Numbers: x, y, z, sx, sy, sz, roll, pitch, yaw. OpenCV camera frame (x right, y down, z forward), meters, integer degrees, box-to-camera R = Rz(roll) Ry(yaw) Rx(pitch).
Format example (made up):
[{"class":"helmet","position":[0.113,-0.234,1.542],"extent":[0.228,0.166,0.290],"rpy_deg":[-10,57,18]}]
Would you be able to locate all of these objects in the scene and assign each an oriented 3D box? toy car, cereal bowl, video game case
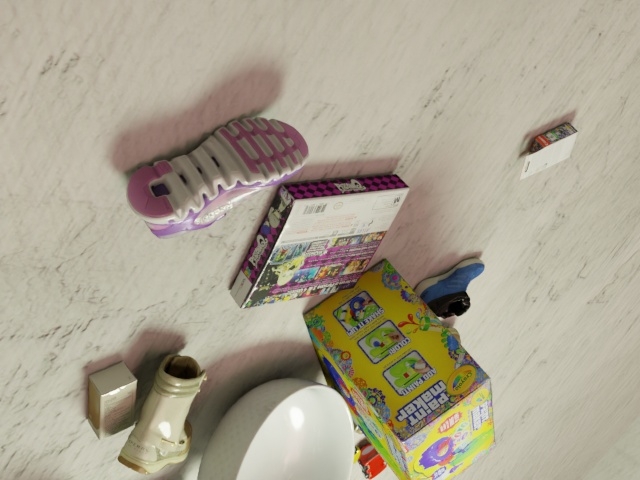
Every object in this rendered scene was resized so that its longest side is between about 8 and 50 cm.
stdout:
[{"class":"toy car","position":[0.107,0.387,2.315],"extent":[0.225,0.053,0.239],"rpy_deg":[-50,149,16]},{"class":"cereal bowl","position":[-0.093,0.385,1.950],"extent":[0.339,0.141,0.339],"rpy_deg":[-24,122,-47]},{"class":"video game case","position":[0.000,0.000,1.703],"extent":[0.232,0.042,0.210],"rpy_deg":[-9,137,-42]}]

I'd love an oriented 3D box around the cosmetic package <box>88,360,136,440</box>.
[{"class":"cosmetic package","position":[-0.301,0.232,1.671],"extent":[0.060,0.041,0.115],"rpy_deg":[-21,144,-30]}]

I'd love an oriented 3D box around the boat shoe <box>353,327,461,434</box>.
[{"class":"boat shoe","position":[0.158,0.264,2.174],"extent":[0.285,0.089,0.105],"rpy_deg":[-31,148,-16]}]

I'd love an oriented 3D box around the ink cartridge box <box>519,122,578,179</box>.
[{"class":"ink cartridge box","position":[0.373,-0.149,1.937],"extent":[0.115,0.029,0.063],"rpy_deg":[-24,147,-23]}]

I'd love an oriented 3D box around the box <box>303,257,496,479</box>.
[{"class":"box","position":[0.138,0.237,1.931],"extent":[0.177,0.279,0.290],"rpy_deg":[-34,149,-11]}]

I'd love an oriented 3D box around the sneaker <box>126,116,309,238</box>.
[{"class":"sneaker","position":[-0.126,-0.070,1.435],"extent":[0.236,0.095,0.104],"rpy_deg":[-24,153,-17]}]

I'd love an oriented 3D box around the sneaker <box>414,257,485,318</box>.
[{"class":"sneaker","position":[0.248,0.090,2.053],"extent":[0.152,0.084,0.058],"rpy_deg":[-21,144,-31]}]

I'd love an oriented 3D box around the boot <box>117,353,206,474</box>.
[{"class":"boot","position":[-0.220,0.250,1.743],"extent":[0.165,0.077,0.213],"rpy_deg":[-67,170,7]}]
